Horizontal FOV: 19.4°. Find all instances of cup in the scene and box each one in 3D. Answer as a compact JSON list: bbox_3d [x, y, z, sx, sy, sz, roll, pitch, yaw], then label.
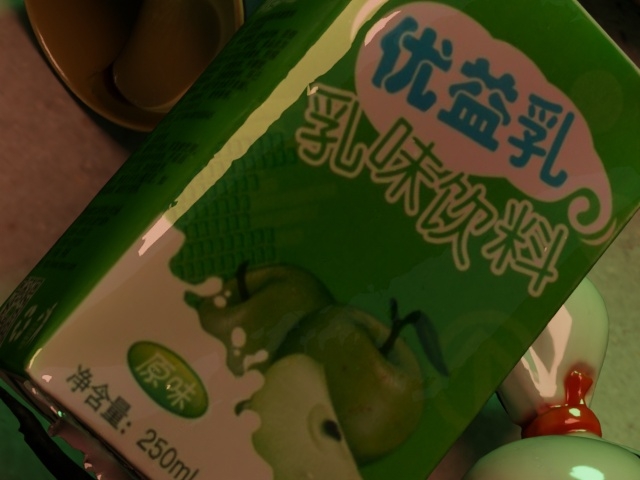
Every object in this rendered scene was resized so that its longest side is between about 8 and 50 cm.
[{"bbox_3d":[-0.058,-0.146,0.892,0.176,0.131,0.155,34,38,23],"label":"cup"}]

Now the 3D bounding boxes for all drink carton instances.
[{"bbox_3d":[0.000,0.000,0.749,0.161,0.108,0.271,45,74,-18],"label":"drink carton"}]

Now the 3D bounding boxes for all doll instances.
[{"bbox_3d":[0.137,0.093,0.853,0.208,0.144,0.271,40,32,-27],"label":"doll"}]

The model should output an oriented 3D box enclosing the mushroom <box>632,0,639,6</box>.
[{"bbox_3d":[0.281,-0.285,1.105,0.362,0.294,0.362,-1,97,-11],"label":"mushroom"}]
